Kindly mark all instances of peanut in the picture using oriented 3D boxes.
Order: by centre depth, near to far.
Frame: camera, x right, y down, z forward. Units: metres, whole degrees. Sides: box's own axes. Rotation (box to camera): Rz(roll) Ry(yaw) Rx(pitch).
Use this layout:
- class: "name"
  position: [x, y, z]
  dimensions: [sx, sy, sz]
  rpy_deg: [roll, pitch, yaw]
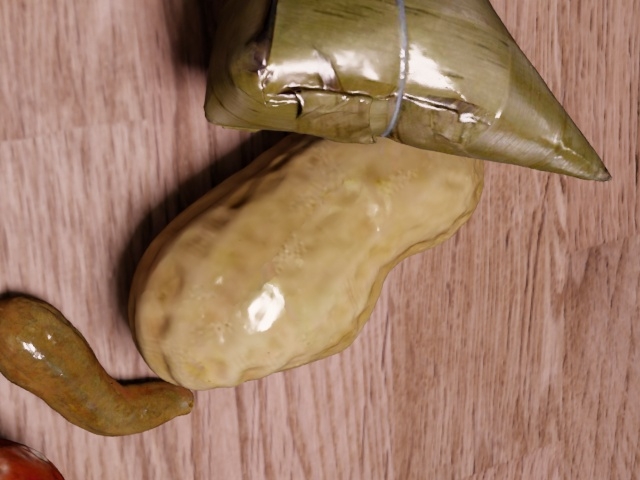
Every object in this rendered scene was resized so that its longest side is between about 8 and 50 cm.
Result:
- class: "peanut"
  position: [0.000, 0.000, 0.972]
  dimensions: [0.387, 0.169, 0.192]
  rpy_deg: [-36, 107, -17]

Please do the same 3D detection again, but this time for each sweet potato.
- class: "sweet potato"
  position: [-0.210, 0.128, 0.958]
  dimensions: [0.233, 0.062, 0.081]
  rpy_deg: [39, 82, -37]

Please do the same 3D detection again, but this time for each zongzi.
- class: "zongzi"
  position: [0.102, -0.222, 0.902]
  dimensions: [0.360, 0.160, 0.323]
  rpy_deg: [11, 80, -12]

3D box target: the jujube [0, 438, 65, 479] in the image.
- class: "jujube"
  position: [-0.273, 0.274, 0.914]
  dimensions: [0.168, 0.168, 0.236]
  rpy_deg: [-36, 137, -17]
